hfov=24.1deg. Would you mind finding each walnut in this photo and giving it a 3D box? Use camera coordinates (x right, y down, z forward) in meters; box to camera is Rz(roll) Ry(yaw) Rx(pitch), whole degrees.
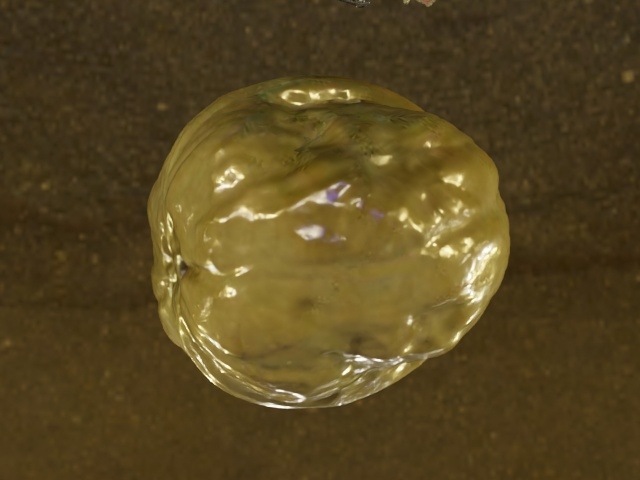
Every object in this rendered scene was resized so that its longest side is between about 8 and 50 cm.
[{"bbox_3d":[0.000,0.000,1.215,0.276,0.253,0.282,-17,164,-14],"label":"walnut"}]

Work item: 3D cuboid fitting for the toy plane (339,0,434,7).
[{"bbox_3d":[0.046,-0.232,1.347,0.120,0.049,0.031,17,-175,-1],"label":"toy plane"}]
